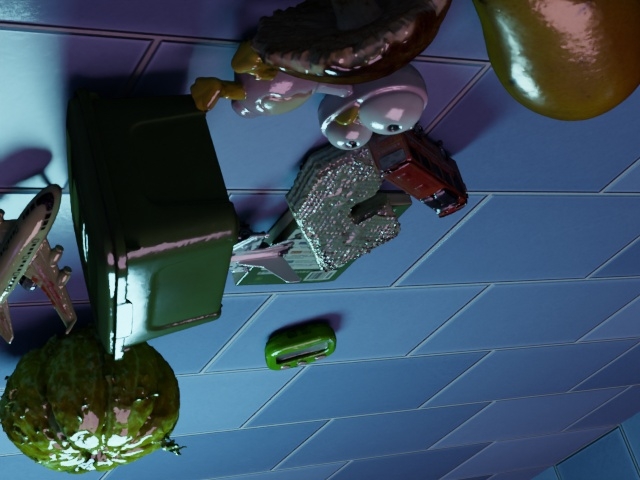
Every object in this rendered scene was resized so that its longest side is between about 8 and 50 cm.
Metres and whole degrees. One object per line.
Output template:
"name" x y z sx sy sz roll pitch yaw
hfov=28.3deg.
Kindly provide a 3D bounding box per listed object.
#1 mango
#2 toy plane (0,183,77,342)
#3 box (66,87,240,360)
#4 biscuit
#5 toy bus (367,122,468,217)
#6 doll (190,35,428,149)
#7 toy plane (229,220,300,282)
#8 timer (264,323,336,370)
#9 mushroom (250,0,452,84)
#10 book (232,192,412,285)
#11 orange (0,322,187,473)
"mango" 0.291 -0.271 1.525 0.211 0.173 0.317 -21 144 21
"toy plane" -0.406 0.019 1.689 0.244 0.229 0.092 -55 -172 17
"box" -0.211 -0.022 1.575 0.177 0.253 0.329 -10 156 -13
"biscuit" 0.033 -0.052 1.887 0.147 0.046 0.250 -26 144 -1
"toy bus" 0.144 -0.106 1.849 0.073 0.096 0.235 -25 154 20
"doll" 0.005 -0.186 1.588 0.160 0.094 0.365 -32 152 34
"toy plane" -0.143 0.017 1.944 0.234 0.082 0.160 6 158 -13
"timer" -0.039 0.203 2.428 0.140 0.047 0.128 -15 157 -8
"mushroom" 0.039 -0.295 1.321 0.208 0.233 0.302 24 142 12
"book" 0.000 0.000 2.050 0.202 0.027 0.264 0 151 -32
"orange" -0.383 0.264 2.112 0.301 0.223 0.300 -22 145 16
